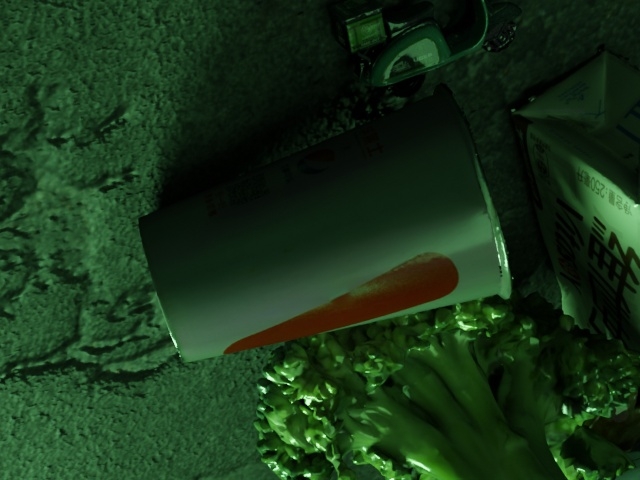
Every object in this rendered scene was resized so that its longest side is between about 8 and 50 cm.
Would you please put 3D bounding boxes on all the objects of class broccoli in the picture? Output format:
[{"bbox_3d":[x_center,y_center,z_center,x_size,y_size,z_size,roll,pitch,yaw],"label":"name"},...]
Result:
[{"bbox_3d":[0.138,0.160,1.382,0.277,0.317,0.338,-58,157,12],"label":"broccoli"}]

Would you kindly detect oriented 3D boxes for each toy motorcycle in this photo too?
[{"bbox_3d":[0.097,-0.189,1.233,0.173,0.058,0.100,-22,126,-13],"label":"toy motorcycle"}]

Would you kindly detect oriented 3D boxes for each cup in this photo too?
[{"bbox_3d":[0.000,0.000,1.223,0.288,0.203,0.203,-17,132,-2],"label":"cup"}]

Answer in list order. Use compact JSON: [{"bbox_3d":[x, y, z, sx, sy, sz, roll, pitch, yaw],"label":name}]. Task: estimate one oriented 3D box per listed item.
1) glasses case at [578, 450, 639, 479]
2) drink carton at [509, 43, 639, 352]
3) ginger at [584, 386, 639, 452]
[{"bbox_3d":[0.285,0.272,1.524,0.178,0.045,0.067,-11,134,-20],"label":"glasses case"},{"bbox_3d":[0.317,-0.004,1.402,0.132,0.194,0.324,-33,133,-11],"label":"drink carton"},{"bbox_3d":[0.295,0.223,1.614,0.275,0.130,0.221,-42,136,7],"label":"ginger"}]
